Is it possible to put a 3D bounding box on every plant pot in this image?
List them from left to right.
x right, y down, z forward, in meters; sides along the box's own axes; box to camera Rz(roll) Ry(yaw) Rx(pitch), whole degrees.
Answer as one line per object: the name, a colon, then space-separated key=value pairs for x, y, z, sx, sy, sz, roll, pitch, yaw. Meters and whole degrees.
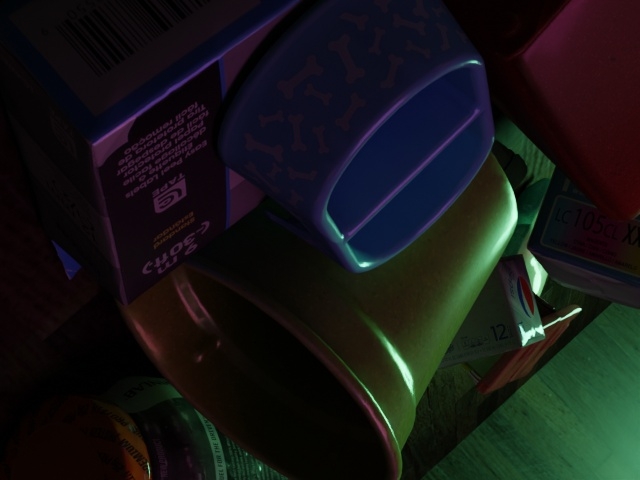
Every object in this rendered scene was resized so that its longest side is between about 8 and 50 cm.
plant pot: x=0.017 y=0.024 z=1.183 sx=0.254 sy=0.276 sz=0.276 roll=-49 pitch=167 yaw=-26
plant pot: x=0.173 y=-0.211 z=1.006 sx=0.267 sy=0.267 sz=0.235 roll=-48 pitch=152 yaw=14

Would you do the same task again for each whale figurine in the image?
whale figurine: x=0.228 y=0.029 z=1.948 sx=0.216 sy=0.141 sz=0.272 roll=104 pitch=11 yaw=-61

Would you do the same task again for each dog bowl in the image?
dog bowl: x=0.036 y=-0.065 z=0.934 sx=0.166 sy=0.074 sz=0.297 roll=-44 pitch=165 yaw=-2

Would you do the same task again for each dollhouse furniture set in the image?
dollhouse furniture set: x=0.109 y=0.158 z=1.803 sx=0.374 sy=0.201 sz=0.152 roll=-51 pitch=162 yaw=22

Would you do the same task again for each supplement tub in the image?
supplement tub: x=-0.120 y=0.235 z=1.377 sx=0.207 sy=0.207 sz=0.338 roll=-49 pitch=146 yaw=19

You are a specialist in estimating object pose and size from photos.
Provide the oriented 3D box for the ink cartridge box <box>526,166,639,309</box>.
ink cartridge box: x=0.377 y=-0.132 z=1.657 sx=0.270 sy=0.151 sz=0.395 roll=31 pitch=77 yaw=-73

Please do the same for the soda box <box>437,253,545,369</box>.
soda box: x=0.085 y=0.097 z=1.566 sx=0.286 sy=0.098 sz=0.091 roll=-18 pitch=174 yaw=25

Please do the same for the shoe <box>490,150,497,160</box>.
shoe: x=0.117 y=-0.021 z=1.492 sx=0.081 sy=0.063 sz=0.178 roll=-29 pitch=155 yaw=-34

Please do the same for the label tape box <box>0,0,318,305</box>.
label tape box: x=-0.065 y=-0.087 z=0.964 sx=0.249 sy=0.115 sz=0.348 roll=-38 pitch=161 yaw=-17

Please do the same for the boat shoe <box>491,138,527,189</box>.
boat shoe: x=0.130 y=-0.023 z=1.642 sx=0.226 sy=0.076 sz=0.083 roll=-50 pitch=-169 yaw=-2
